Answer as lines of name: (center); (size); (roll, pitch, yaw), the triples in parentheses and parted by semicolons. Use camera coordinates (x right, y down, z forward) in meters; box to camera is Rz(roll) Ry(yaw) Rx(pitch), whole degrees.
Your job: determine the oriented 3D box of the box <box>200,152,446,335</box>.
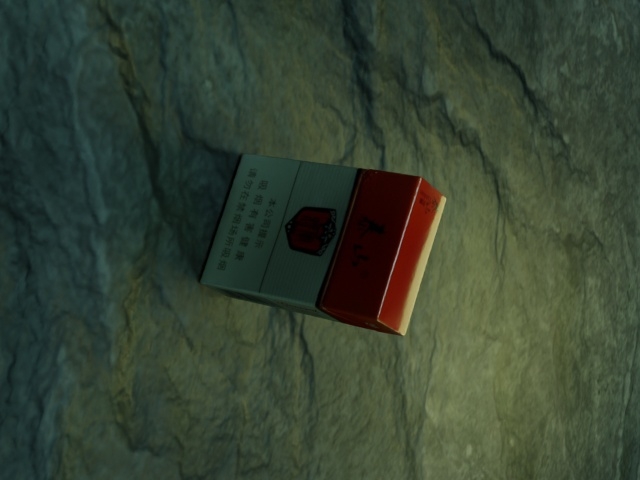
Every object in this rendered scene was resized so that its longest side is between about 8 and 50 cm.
box: (0.000, 0.000, 0.862); (0.048, 0.152, 0.100); (28, 76, -50)
